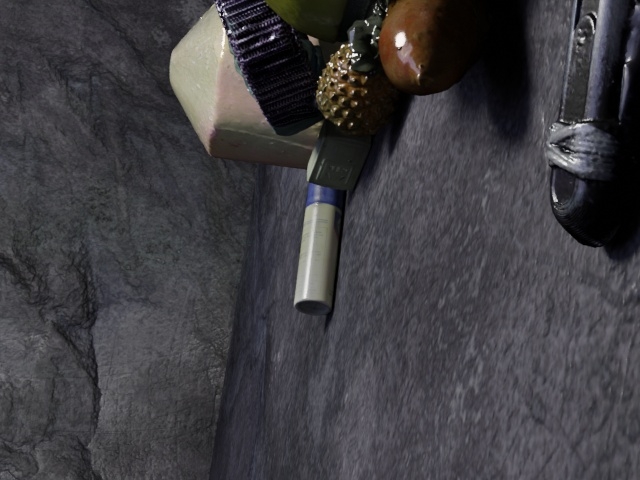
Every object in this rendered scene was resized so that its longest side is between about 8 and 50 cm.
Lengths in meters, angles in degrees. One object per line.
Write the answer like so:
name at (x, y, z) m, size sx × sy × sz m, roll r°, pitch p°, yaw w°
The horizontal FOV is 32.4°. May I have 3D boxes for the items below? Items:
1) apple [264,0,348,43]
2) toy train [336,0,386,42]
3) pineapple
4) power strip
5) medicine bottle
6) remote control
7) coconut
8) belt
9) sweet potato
apple at (0.026, -0.362, 1.082) m, size 0.295 × 0.233 × 0.258 m, roll -40°, pitch 3°, yaw 24°
toy train at (0.059, -0.420, 1.644) m, size 0.261 × 0.134 × 0.177 m, roll 112°, pitch 171°, yaw -57°
pineapple at (0.078, -0.239, 1.381) m, size 0.251 × 0.125 × 0.125 m, roll 118°, pitch 161°, yaw -48°
power strip at (0.032, -0.139, 1.617) m, size 0.175 × 0.075 × 0.042 m, roll 111°, pitch 166°, yaw -50°
medicine bottle at (0.000, 0.000, 1.696) m, size 0.059 × 0.059 × 0.230 m, roll 117°, pitch 162°, yaw -61°
remote control at (0.180, -0.129, 0.683) m, size 0.090 × 0.066 × 0.265 m, roll -118°, pitch 41°, yaw -83°
coconut at (-0.105, -0.277, 1.893) m, size 0.297 × 0.310 × 0.297 m, roll -168°, pitch 90°, yaw -83°
belt at (-0.068, -0.283, 1.587) m, size 0.325 × 0.122 × 0.260 m, roll -52°, pitch -61°, yaw -85°
sweet potato at (0.120, -0.226, 1.086) m, size 0.385 × 0.109 × 0.109 m, roll -69°, pitch -5°, yaw -63°
